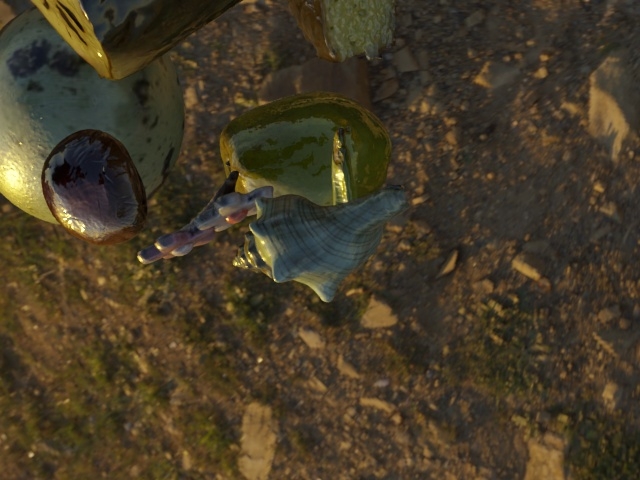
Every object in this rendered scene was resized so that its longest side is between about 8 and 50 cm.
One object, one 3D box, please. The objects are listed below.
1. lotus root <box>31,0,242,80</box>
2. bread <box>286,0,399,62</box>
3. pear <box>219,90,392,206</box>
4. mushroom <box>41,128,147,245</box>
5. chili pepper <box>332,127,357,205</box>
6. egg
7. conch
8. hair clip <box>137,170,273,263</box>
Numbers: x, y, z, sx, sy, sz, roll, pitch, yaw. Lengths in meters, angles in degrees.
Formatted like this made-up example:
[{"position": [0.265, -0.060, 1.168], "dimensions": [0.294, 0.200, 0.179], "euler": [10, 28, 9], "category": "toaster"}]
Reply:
[{"position": [-0.113, -0.311, 0.747], "dimensions": [0.250, 0.250, 0.346], "euler": [40, 75, 8], "category": "lotus root"}, {"position": [0.024, -0.352, 1.184], "dimensions": [0.139, 0.143, 0.229], "euler": [34, 130, 56], "category": "bread"}, {"position": [-0.027, -0.152, 1.680], "dimensions": [0.307, 0.253, 0.253], "euler": [-10, 103, -18], "category": "pear"}, {"position": [-0.218, -0.046, 0.871], "dimensions": [0.123, 0.052, 0.123], "euler": [17, 124, 27], "category": "mushroom"}, {"position": [0.032, -0.059, 1.278], "dimensions": [0.043, 0.049, 0.208], "euler": [9, 111, 36], "category": "chili pepper"}, {"position": [-0.329, -0.173, 1.244], "dimensions": [0.287, 0.287, 0.379], "euler": [37, 153, 10], "category": "egg"}, {"position": [-0.006, 0.012, 1.023], "dimensions": [0.234, 0.137, 0.114], "euler": [6, 64, 27], "category": "conch"}, {"position": [-0.190, -0.033, 1.515], "dimensions": [0.257, 0.146, 0.075], "euler": [-36, 85, 18], "category": "hair clip"}]
